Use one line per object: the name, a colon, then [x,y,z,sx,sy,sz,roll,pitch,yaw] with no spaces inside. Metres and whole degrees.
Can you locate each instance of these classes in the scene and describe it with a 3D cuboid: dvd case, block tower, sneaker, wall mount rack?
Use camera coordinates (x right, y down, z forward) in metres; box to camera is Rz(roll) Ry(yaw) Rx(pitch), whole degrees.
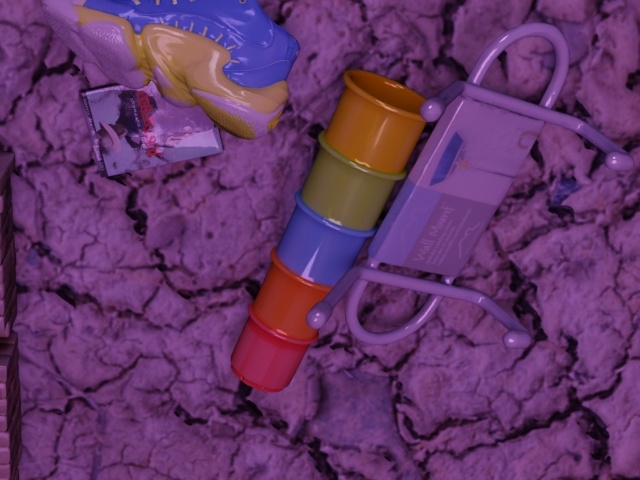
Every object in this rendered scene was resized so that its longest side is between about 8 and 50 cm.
dvd case: [-0.157,-0.111,1.580,0.119,0.013,0.087,-11,110,3]
block tower: [-0.337,0.086,1.606,0.097,0.091,0.335,2,110,-3]
sneaker: [-0.126,-0.190,1.527,0.240,0.091,0.126,30,73,2]
wall mount rack: [0.117,-0.028,1.504,0.304,0.130,0.350,11,114,-42]

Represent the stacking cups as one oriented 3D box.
stacking cups: [0.000,0.000,1.582,0.096,0.096,0.316,23,108,-10]
